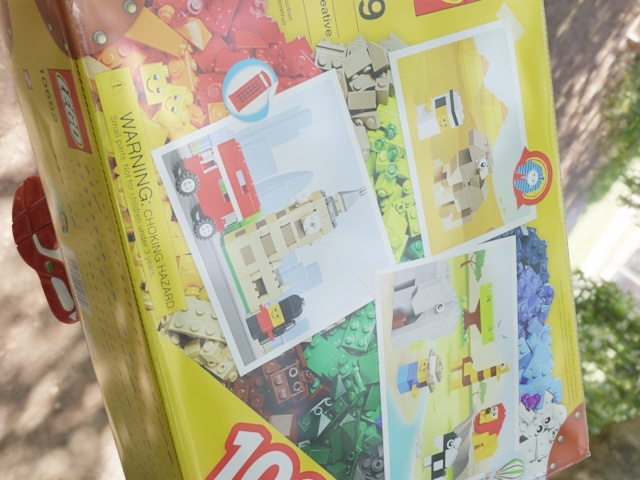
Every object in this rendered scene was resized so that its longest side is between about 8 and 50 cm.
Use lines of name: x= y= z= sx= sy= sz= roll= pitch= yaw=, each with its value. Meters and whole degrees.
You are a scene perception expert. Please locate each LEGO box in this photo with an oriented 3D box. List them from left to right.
LEGO box: x=0.000 y=0.000 z=0.750 sx=0.372 sy=0.193 sz=0.500 roll=-20 pitch=110 yaw=-26

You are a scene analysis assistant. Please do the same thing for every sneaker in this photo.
sneaker: x=-0.349 y=0.015 z=1.312 sx=0.087 sy=0.221 sz=0.128 roll=-26 pitch=166 yaw=23
